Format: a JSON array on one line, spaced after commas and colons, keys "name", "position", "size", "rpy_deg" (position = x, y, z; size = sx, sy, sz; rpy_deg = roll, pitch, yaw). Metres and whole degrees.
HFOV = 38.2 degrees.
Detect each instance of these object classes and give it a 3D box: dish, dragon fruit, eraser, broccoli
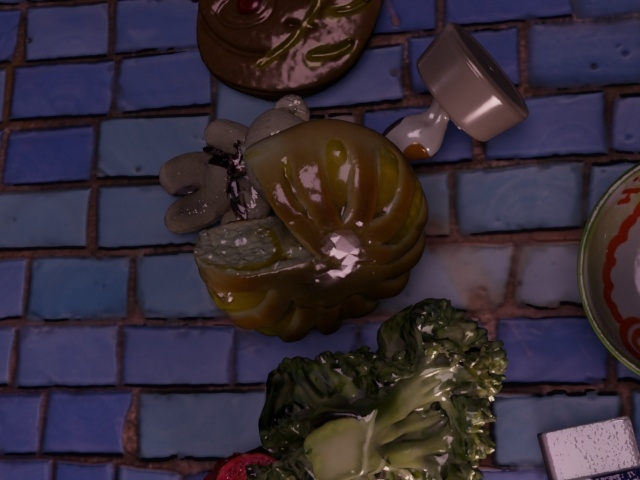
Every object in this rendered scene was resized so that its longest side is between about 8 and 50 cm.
[{"name": "dish", "position": [0.507, 0.040, 1.233], "size": [0.324, 0.124, 0.324], "rpy_deg": [-1, 86, 13]}, {"name": "dragon fruit", "position": [-0.122, 0.367, 1.317], "size": [0.111, 0.153, 0.153], "rpy_deg": [-11, 73, 52]}, {"name": "eraser", "position": [0.380, 0.382, 1.207], "size": [0.130, 0.086, 0.287], "rpy_deg": [-13, 77, 8]}, {"name": "broccoli", "position": [0.066, 0.257, 1.213], "size": [0.338, 0.318, 0.277], "rpy_deg": [-28, 83, 43]}]

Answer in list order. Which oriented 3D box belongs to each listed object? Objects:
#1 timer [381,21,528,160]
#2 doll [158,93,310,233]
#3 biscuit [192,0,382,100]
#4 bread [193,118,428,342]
[{"name": "timer", "position": [0.147, -0.166, 1.352], "size": [0.266, 0.175, 0.175], "rpy_deg": [-40, 73, 21]}, {"name": "doll", "position": [-0.125, -0.097, 1.388], "size": [0.278, 0.149, 0.175], "rpy_deg": [-20, 102, 19]}, {"name": "biscuit", "position": [-0.063, -0.418, 1.466], "size": [0.351, 0.070, 0.394], "rpy_deg": [6, 81, 13]}, {"name": "bread", "position": [0.000, 0.000, 1.267], "size": [0.333, 0.160, 0.332], "rpy_deg": [-5, 117, -10]}]
